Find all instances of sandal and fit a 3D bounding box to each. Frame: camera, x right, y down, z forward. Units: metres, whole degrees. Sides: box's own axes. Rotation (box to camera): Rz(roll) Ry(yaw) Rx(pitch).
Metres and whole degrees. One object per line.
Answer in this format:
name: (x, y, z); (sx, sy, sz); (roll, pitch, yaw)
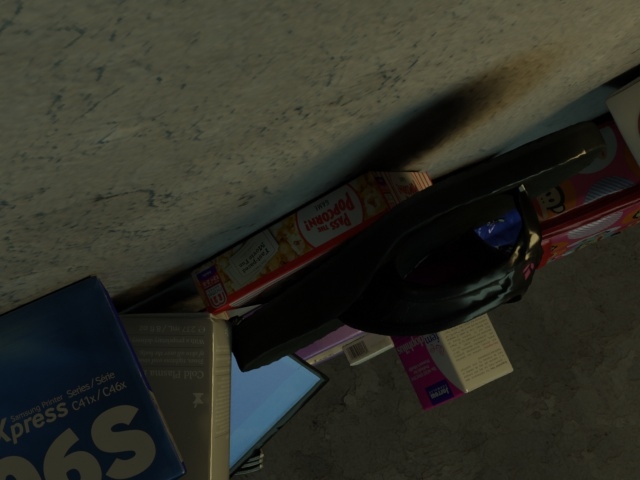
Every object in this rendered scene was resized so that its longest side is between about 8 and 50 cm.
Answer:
sandal: (0.088, 0.034, 1.022); (0.168, 0.107, 0.446); (-19, 168, -41)

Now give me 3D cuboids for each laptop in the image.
laptop: (-0.126, 0.206, 1.256); (0.234, 0.136, 0.264); (-46, -178, 7)

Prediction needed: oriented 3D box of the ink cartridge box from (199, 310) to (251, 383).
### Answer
ink cartridge box: (-0.166, 0.158, 1.432); (0.159, 0.092, 0.218); (-24, 174, -6)

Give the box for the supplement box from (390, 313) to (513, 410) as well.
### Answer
supplement box: (0.181, 0.131, 1.848); (0.114, 0.220, 0.111); (-19, 169, -39)

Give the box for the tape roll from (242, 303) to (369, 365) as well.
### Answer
tape roll: (-0.004, 0.116, 1.665); (0.275, 0.090, 0.275); (-24, 171, -4)

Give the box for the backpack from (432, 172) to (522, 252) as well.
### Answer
backpack: (0.142, -0.017, 1.228); (0.120, 0.101, 0.098); (-16, 162, -31)

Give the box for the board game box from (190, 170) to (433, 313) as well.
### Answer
board game box: (0.000, 0.000, 1.087); (0.193, 0.045, 0.147); (-29, 171, 23)

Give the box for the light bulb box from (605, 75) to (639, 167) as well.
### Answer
light bulb box: (0.499, -0.044, 1.217); (0.225, 0.358, 0.361); (-31, 172, 23)

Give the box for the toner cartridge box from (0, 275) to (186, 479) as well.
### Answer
toner cartridge box: (-0.290, 0.173, 0.893); (0.348, 0.165, 0.075); (-25, 171, -10)

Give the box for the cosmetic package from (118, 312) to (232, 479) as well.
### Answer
cosmetic package: (-0.145, 0.184, 1.054); (0.127, 0.237, 0.107); (-2, 172, 5)

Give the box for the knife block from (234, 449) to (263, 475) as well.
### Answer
knife block: (-0.225, 0.285, 1.662); (0.276, 0.088, 0.242); (-31, 136, 32)

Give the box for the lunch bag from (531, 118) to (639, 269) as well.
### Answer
lunch bag: (0.275, -0.043, 1.441); (0.258, 0.120, 0.293); (-22, 171, 6)

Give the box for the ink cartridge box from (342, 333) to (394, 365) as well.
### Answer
ink cartridge box: (0.066, 0.143, 1.630); (0.063, 0.029, 0.115); (-26, 173, 3)
